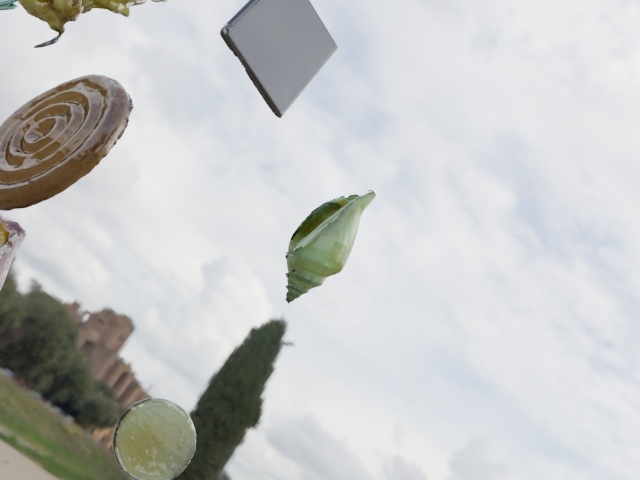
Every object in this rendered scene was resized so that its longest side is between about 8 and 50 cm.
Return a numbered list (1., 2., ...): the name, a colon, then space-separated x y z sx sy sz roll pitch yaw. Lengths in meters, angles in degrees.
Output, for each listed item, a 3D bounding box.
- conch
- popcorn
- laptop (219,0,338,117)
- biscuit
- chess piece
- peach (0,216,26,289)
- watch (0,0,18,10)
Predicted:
1. conch: 0.001 0.004 1.388 0.095 0.201 0.079 11 -34 30
2. popcorn: -0.248 -0.311 1.067 0.168 0.195 0.173 23 -65 9
3. laptop: -0.047 -0.247 1.177 0.016 0.180 0.129 -14 -61 39
4. biscuit: -0.385 -0.146 1.353 0.262 0.262 0.037 16 -30 43
5. chess piece: -0.280 0.335 1.590 0.133 0.133 0.243 35 -17 -2
6. peach: -0.696 0.065 1.666 0.258 0.361 0.201 -127 -146 -46
7. watch: -0.684 -0.551 1.890 0.068 0.237 0.195 35 -47 51
